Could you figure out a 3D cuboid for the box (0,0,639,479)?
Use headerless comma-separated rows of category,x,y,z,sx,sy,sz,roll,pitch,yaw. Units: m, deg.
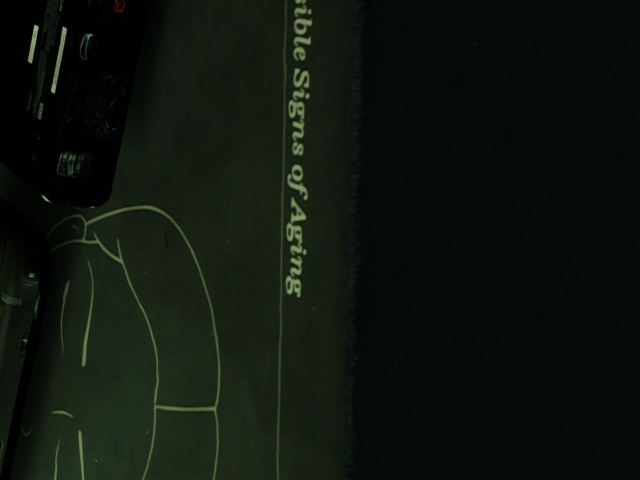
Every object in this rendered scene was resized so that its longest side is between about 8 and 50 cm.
box,0.000,0.000,0.859,0.297,0.480,0.471,4,175,-32

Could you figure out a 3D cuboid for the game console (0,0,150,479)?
game console,-0.177,-0.006,0.832,0.044,0.361,0.213,5,-163,-33
